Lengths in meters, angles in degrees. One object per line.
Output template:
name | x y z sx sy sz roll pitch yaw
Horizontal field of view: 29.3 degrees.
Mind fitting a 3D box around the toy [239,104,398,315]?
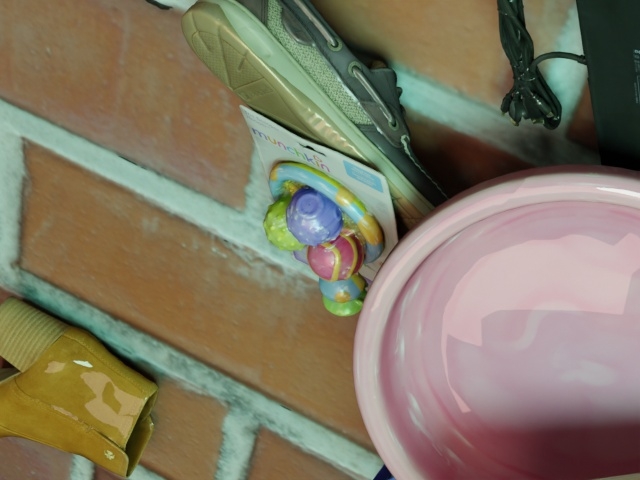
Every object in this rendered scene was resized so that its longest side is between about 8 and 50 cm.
toy | 0.000 0.000 1.000 0.137 0.056 0.237 27 161 24

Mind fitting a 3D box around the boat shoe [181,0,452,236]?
boat shoe | 0.021 -0.104 0.945 0.285 0.092 0.103 42 164 -21

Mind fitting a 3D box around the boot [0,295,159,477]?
boot | -0.304 0.211 1.383 0.211 0.104 0.295 35 130 5

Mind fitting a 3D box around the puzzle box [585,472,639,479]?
puzzle box | 0.297 0.267 0.900 0.409 0.052 0.272 -9 130 4

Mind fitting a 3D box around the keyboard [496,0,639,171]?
keyboard | 0.198 -0.118 0.795 0.201 0.033 0.317 19 153 29

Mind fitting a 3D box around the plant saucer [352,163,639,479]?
plant saucer | 0.193 0.092 0.909 0.332 0.084 0.332 6 116 13

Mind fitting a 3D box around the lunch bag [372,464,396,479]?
lunch bag | 0.224 0.203 1.047 0.221 0.138 0.293 48 125 -5
